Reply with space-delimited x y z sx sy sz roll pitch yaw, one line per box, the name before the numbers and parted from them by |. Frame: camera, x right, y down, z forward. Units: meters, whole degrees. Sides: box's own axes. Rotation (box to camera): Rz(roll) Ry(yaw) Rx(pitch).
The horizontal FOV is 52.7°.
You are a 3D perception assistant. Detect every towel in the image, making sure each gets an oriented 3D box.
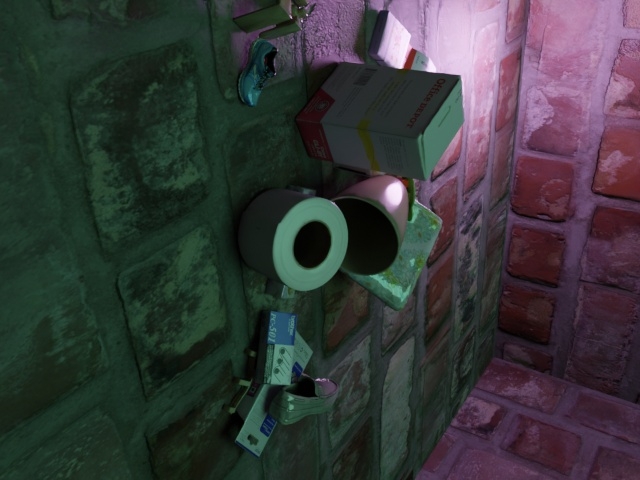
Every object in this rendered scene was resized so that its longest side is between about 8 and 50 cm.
towel | 0.220 -0.003 2.156 0.320 0.090 0.375 35 67 -14

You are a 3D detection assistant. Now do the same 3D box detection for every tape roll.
tape roll | -0.071 -0.006 1.698 0.246 0.169 0.246 -12 110 -37

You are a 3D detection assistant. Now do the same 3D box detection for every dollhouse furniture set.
dollhouse furniture set | -0.115 -0.566 1.544 0.144 0.123 0.151 32 52 -59

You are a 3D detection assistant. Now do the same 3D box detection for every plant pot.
plant pot | 0.153 -0.077 1.901 0.274 0.256 0.257 -51 143 -50

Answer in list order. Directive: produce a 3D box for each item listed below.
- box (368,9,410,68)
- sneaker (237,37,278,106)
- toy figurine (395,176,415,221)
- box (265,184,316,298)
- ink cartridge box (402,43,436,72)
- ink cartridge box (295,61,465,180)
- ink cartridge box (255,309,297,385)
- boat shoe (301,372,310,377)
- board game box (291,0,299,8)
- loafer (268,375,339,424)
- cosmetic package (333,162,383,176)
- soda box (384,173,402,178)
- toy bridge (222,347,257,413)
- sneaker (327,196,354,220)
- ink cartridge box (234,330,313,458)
box | 0.226 -0.640 2.103 0.186 0.038 0.145 17 89 -61
sneaker | -0.147 -0.398 1.549 0.063 0.073 0.162 -11 123 -56
toy figurine | 0.212 -0.139 2.093 0.130 0.159 0.173 -134 -141 -75
box | -0.086 0.005 1.850 0.067 0.063 0.324 4 99 -59
ink cartridge box | 0.328 -0.577 2.286 0.232 0.066 0.189 30 78 -63
ink cartridge box | 0.173 -0.340 1.805 0.279 0.384 0.160 -55 144 -30
ink cartridge box | -0.127 0.310 1.863 0.097 0.046 0.207 12 79 -35
boat shoe | -0.065 0.452 2.111 0.137 0.049 0.043 41 25 -55
board game box | -0.054 -0.672 1.634 0.186 0.026 0.126 -56 144 -29
loafer | -0.035 0.471 1.982 0.319 0.112 0.112 -6 118 -60
cosmetic package | 0.182 -0.294 2.076 0.296 0.153 0.129 -19 121 -53
soda box | 0.267 -0.290 2.303 0.058 0.061 0.182 -26 125 -53
toy bridge | -0.222 0.404 1.841 0.063 0.026 0.188 35 73 -60
sneaker | 0.000 0.000 1.976 0.123 0.109 0.296 34 71 -40
ink cartridge box | -0.152 0.451 1.943 0.371 0.069 0.176 -63 149 -24
